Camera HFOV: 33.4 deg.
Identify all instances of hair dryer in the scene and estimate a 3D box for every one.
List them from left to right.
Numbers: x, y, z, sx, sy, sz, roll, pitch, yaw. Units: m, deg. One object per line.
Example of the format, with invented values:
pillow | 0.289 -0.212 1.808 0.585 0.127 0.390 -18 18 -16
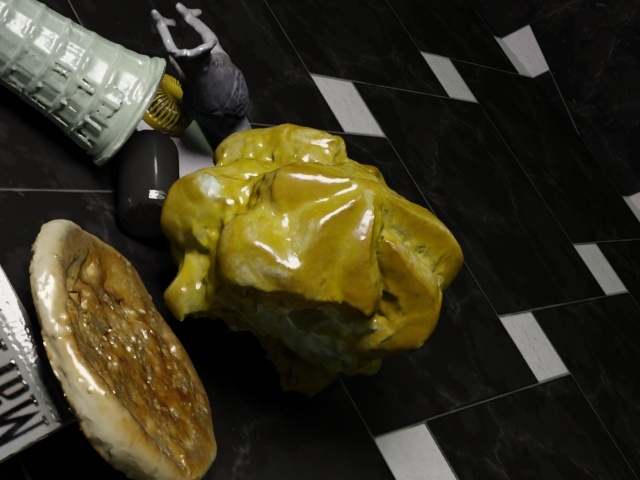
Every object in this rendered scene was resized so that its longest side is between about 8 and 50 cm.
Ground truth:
hair dryer | -0.137 -0.020 1.250 0.248 0.070 0.114 37 30 -38

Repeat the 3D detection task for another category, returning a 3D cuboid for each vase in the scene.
vase | -0.326 -0.214 1.134 0.299 0.143 0.143 31 34 -24

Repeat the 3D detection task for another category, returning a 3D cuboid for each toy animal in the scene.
toy animal | -0.139 -0.203 1.280 0.206 0.081 0.367 62 -3 23

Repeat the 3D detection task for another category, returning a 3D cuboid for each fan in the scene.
fan | -0.223 -0.191 1.339 0.155 0.039 0.082 29 35 -30

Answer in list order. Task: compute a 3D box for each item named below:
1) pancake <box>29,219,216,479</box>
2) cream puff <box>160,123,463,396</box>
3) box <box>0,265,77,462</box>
pancake | -0.176 0.101 0.961 0.282 0.049 0.282 57 9 -14
cream puff | 0.004 -0.001 1.145 0.323 0.270 0.274 37 39 -44
box | -0.284 0.096 0.862 0.115 0.036 0.177 -28 82 -23
